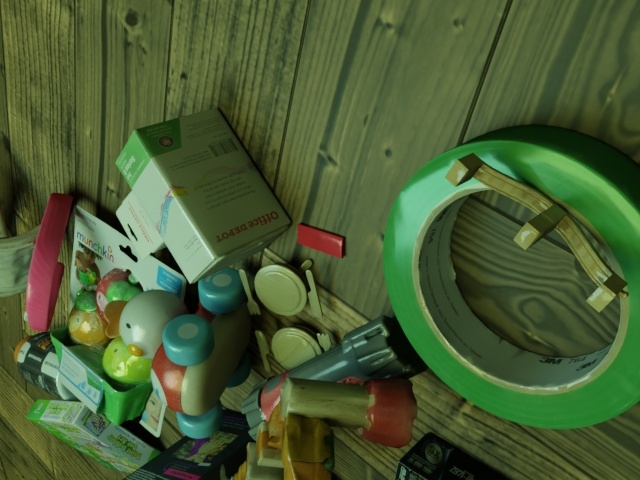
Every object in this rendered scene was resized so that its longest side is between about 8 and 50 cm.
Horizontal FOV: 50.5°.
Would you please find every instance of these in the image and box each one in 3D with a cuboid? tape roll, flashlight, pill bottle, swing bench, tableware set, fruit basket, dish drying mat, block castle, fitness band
[{"bbox_3d":[0.218,0.041,0.729,0.321,0.077,0.321,20,123,35],"label":"tape roll"},{"bbox_3d":[0.017,0.206,0.962,0.304,0.103,0.103,-32,68,35],"label":"flashlight"},{"bbox_3d":[-0.609,0.284,1.565,0.245,0.130,0.130,8,115,40],"label":"pill bottle"},{"bbox_3d":[-0.744,-0.019,1.493,0.255,0.165,0.253,51,144,12],"label":"swing bench"},{"bbox_3d":[-0.041,0.116,1.028,0.128,0.039,0.194,0,116,26],"label":"tableware set"},{"bbox_3d":[-0.393,0.156,1.286,0.327,0.165,0.353,29,124,30],"label":"fruit basket"},{"bbox_3d":[0.000,0.000,0.959,0.083,0.008,0.032,19,120,37],"label":"dish drying mat"},{"bbox_3d":[0.006,0.400,0.900,0.453,0.212,0.303,116,160,-49],"label":"block castle"},{"bbox_3d":[-0.527,0.037,1.313,0.291,0.054,0.209,-100,26,-46],"label":"fitness band"}]

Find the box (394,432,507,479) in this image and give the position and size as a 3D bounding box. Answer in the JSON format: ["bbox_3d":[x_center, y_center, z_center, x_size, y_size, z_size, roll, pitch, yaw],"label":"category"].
[{"bbox_3d":[0.174,0.382,0.929,0.147,0.077,0.180,25,125,33],"label":"box"}]

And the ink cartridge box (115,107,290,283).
[{"bbox_3d":[-0.166,-0.067,0.974,0.212,0.154,0.093,55,135,7],"label":"ink cartridge box"}]

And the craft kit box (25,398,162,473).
[{"bbox_3d":[-0.495,0.439,1.508,0.250,0.061,0.247,-11,130,45],"label":"craft kit box"}]

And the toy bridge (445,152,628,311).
[{"bbox_3d":[0.202,-0.013,0.617,0.188,0.063,0.026,45,133,19],"label":"toy bridge"}]

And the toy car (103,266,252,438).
[{"bbox_3d":[-0.248,0.157,1.078,0.238,0.210,0.219,13,132,14],"label":"toy car"}]

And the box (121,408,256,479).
[{"bbox_3d":[-0.198,0.435,1.158,0.143,0.270,0.165,0,109,43],"label":"box"}]

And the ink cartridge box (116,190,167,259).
[{"bbox_3d":[-0.264,-0.052,1.138,0.181,0.061,0.104,-35,84,45],"label":"ink cartridge box"}]
